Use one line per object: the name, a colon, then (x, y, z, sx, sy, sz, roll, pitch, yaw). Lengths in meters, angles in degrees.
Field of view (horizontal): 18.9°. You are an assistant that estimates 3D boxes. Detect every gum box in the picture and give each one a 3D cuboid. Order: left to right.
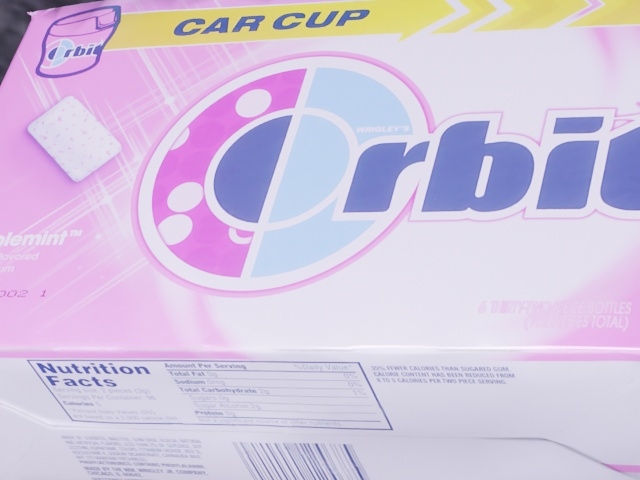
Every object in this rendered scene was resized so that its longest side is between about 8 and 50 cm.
gum box: (0.000, 0.000, 0.442, 0.188, 0.107, 0.062, -1, 141, 22)
